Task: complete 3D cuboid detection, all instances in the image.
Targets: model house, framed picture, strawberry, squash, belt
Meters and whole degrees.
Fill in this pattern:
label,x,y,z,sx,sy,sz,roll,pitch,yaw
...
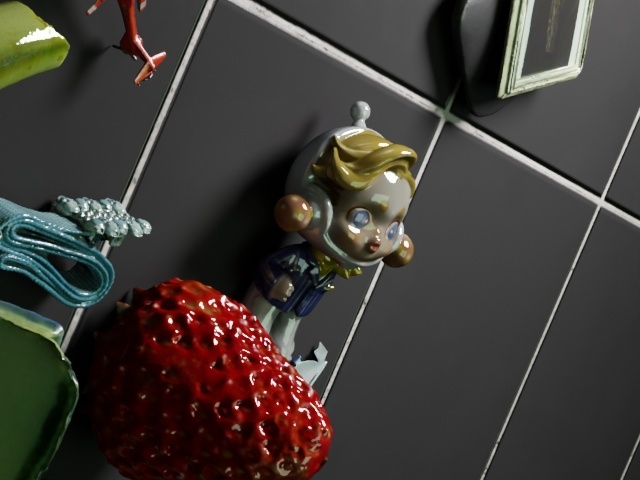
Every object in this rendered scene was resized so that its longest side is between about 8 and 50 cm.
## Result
label,x,y,z,sx,sy,sz,roll,pitch,yaw
model house,-0.301,0.121,1.559,0.189,0.214,0.195,-112,-141,-81
framed picture,0.275,-0.314,2.269,0.231,0.018,0.293,-20,122,-58
strawberry,-0.096,0.158,1.870,0.205,0.244,0.205,-39,142,-38
squash,-0.299,-0.121,1.533,0.250,0.083,0.083,-38,139,-44
belt,-0.232,-0.005,1.729,0.100,0.065,0.179,-56,150,3

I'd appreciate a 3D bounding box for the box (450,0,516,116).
label,x,y,z,sx,sy,sz,roll,pitch,yaw
box,0.216,-0.256,2.267,0.212,0.042,0.201,-49,145,-28

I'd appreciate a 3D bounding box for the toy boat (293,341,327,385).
label,x,y,z,sx,sy,sz,roll,pitch,yaw
toy boat,-0.034,0.175,2.181,0.149,0.034,0.105,-61,151,-7

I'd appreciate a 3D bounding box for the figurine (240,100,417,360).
label,x,y,z,sx,sy,sz,roll,pitch,yaw
figurine,0.005,0.005,2.050,0.194,0.133,0.274,-7,127,-37

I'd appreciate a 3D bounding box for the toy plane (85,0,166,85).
label,x,y,z,sx,sy,sz,roll,pitch,yaw
toy plane,-0.162,-0.226,1.679,0.126,0.077,0.194,-55,156,-11
